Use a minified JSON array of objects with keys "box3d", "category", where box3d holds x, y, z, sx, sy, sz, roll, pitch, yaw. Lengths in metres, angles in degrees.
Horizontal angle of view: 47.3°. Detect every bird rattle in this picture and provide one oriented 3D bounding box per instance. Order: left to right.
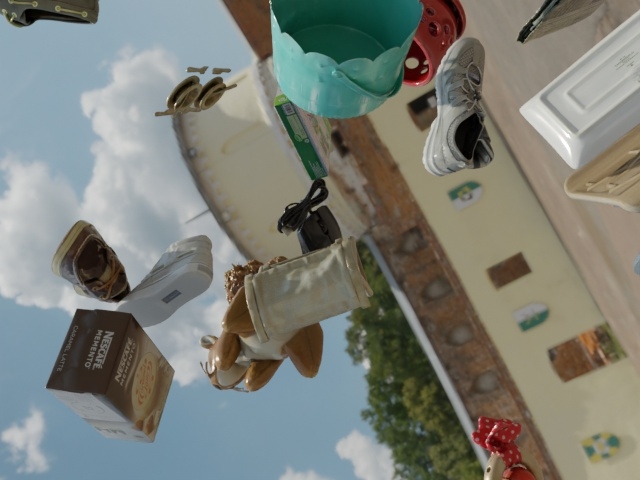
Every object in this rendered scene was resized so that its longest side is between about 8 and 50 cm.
[{"box3d":[0.411,0.524,1.618,0.207,0.143,0.253,34,-130,-22],"category":"bird rattle"}]

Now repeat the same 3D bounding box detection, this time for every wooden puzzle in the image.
[{"box3d":[0.641,-0.155,1.337,0.080,0.322,0.348,51,-174,-7],"category":"wooden puzzle"}]

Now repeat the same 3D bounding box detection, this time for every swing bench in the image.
[{"box3d":[-0.024,0.105,1.680,0.255,0.253,0.165,-10,-100,-84],"category":"swing bench"}]

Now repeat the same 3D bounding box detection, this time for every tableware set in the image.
[{"box3d":[-0.248,-0.298,1.513,0.039,0.128,0.194,45,-158,6],"category":"tableware set"}]

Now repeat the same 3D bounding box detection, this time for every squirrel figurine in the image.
[{"box3d":[-0.180,0.241,2.058,0.281,0.370,0.396,26,-131,-16],"category":"squirrel figurine"}]

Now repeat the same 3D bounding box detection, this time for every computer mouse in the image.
[{"box3d":[0.000,0.000,1.829,0.072,0.188,0.272,18,142,35],"category":"computer mouse"}]

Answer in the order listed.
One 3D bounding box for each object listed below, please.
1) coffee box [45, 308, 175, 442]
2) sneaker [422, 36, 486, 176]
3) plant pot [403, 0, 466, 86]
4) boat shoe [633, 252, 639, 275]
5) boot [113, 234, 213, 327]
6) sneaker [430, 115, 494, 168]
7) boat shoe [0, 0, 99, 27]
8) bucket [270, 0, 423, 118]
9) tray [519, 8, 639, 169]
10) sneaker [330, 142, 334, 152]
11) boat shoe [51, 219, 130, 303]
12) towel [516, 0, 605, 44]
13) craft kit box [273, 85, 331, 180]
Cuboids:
[{"box3d":[-0.337,0.230,1.213,0.246,0.098,0.141,77,-159,-59],"category":"coffee box"},{"box3d":[0.291,-0.262,1.439,0.105,0.115,0.281,10,-91,-32],"category":"sneaker"},{"box3d":[0.219,-0.468,1.636,0.191,0.174,0.191,35,160,15],"category":"plant pot"},{"box3d":[0.625,-0.015,1.247,0.078,0.219,0.070,26,-135,-15],"category":"boat shoe"},{"box3d":[-0.325,0.085,1.537,0.095,0.258,0.123,47,-154,-35],"category":"boot"},{"box3d":[0.326,-0.225,1.693,0.226,0.086,0.163,99,156,-73],"category":"sneaker"},{"box3d":[-0.629,-0.508,1.565,0.109,0.305,0.091,158,110,-86],"category":"boat shoe"},{"box3d":[0.039,-0.369,1.322,0.183,0.281,0.281,100,150,-62],"category":"bucket"},{"box3d":[0.397,-0.224,0.944,0.030,0.270,0.145,34,-159,-47],"category":"tray"},{"box3d":[-0.028,-0.383,2.386,0.121,0.099,0.262,9,-121,-41],"category":"sneaker"},{"box3d":[-0.448,0.061,1.492,0.123,0.123,0.342,27,157,2],"category":"boat shoe"},{"box3d":[0.627,-0.602,1.687,0.324,0.312,0.056,-28,-102,-33],"category":"towel"},{"box3d":[-0.041,-0.331,1.971,0.246,0.061,0.249,-81,-29,-49],"category":"craft kit box"}]
